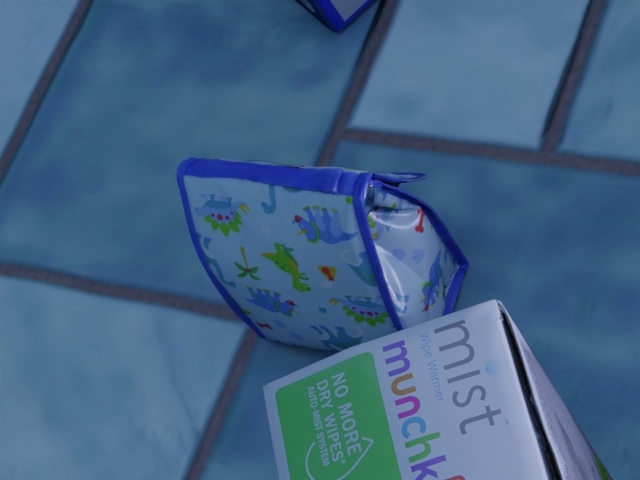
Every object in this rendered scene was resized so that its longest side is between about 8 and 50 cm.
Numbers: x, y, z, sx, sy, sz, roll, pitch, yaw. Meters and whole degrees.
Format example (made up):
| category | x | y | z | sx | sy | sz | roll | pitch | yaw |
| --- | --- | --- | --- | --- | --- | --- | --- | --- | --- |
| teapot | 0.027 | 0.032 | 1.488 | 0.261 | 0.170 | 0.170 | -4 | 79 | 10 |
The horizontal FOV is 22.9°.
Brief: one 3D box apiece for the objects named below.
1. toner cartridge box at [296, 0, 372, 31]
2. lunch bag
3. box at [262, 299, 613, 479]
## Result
| category | x | y | z | sx | sy | sz | roll | pitch | yaw |
| --- | --- | --- | --- | --- | --- | --- | --- | --- | --- |
| toner cartridge box | -0.040 | -0.311 | 1.192 | 0.165 | 0.075 | 0.348 | -43 | 51 | -5 |
| lunch bag | 0.000 | 0.000 | 0.931 | 0.129 | 0.151 | 0.096 | 6 | 64 | 30 |
| box | 0.092 | 0.200 | 0.711 | 0.127 | 0.231 | 0.262 | -21 | 54 | 13 |
